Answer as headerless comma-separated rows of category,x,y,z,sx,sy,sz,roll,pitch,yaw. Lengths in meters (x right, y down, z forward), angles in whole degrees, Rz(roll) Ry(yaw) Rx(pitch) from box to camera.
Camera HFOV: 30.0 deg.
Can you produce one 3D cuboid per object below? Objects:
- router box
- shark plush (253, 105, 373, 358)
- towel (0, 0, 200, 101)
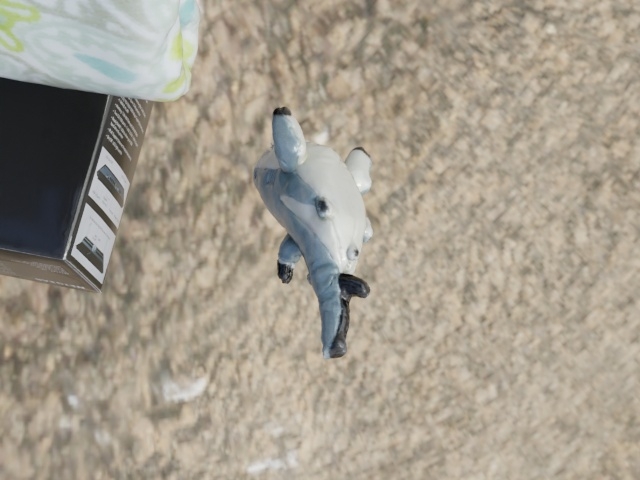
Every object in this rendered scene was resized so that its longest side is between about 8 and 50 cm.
router box,-0.258,-0.117,0.743,0.308,0.081,0.243,11,74,9
shark plush,0.000,0.000,0.684,0.073,0.161,0.067,14,134,-46
towel,-0.203,-0.223,0.480,0.320,0.090,0.374,13,139,2
